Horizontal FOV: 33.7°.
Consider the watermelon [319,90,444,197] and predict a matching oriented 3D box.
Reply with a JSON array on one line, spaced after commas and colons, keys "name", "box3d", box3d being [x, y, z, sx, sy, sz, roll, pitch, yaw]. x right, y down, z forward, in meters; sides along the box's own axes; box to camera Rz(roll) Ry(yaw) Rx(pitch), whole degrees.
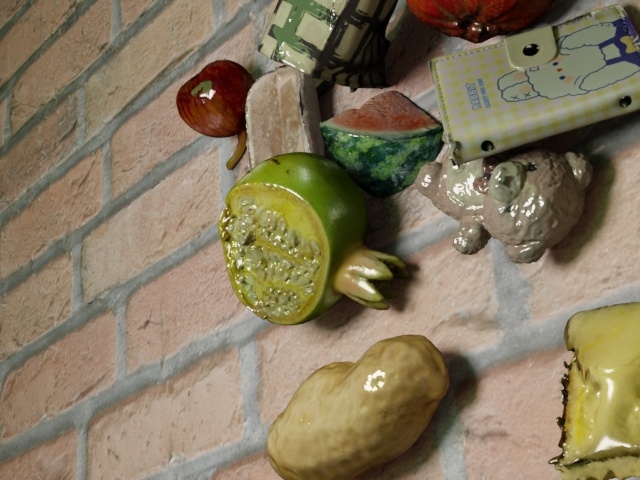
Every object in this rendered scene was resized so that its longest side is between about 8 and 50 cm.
[{"name": "watermelon", "box3d": [0.118, -0.199, 1.878, 0.207, 0.136, 0.202, -21, 67, 28]}]

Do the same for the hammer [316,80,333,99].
[{"name": "hammer", "box3d": [0.021, -0.327, 2.107, 0.246, 0.029, 0.103, -42, 49, 36]}]

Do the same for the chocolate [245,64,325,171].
[{"name": "chocolate", "box3d": [-0.059, -0.187, 2.091, 0.185, 0.100, 0.303, -14, 76, 44]}]

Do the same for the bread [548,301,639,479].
[{"name": "bread", "box3d": [0.415, 0.201, 1.350, 0.204, 0.162, 0.262, -25, 37, 45]}]

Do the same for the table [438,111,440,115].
[{"name": "table", "box3d": [0.257, -0.211, 1.753, 0.083, 0.062, 0.079, -53, 43, 25]}]

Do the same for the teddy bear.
[{"name": "teddy bear", "box3d": [0.277, -0.081, 1.617, 0.236, 0.151, 0.267, -60, 35, 7]}]

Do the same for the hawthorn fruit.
[{"name": "hawthorn fruit", "box3d": [0.270, -0.477, 1.696, 0.254, 0.254, 0.300, -2, 67, 50]}]

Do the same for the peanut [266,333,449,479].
[{"name": "peanut", "box3d": [0.061, 0.281, 1.741, 0.387, 0.169, 0.192, -36, 48, 33]}]

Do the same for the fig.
[{"name": "fig", "box3d": [-0.199, -0.282, 2.279, 0.175, 0.207, 0.175, -39, 9, 7]}]

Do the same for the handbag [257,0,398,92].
[{"name": "handbag", "box3d": [0.071, -0.424, 1.834, 0.162, 0.327, 0.325, 31, 102, 19]}]

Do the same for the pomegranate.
[{"name": "pomegranate", "box3d": [0.000, 0.000, 1.886, 0.358, 0.216, 0.310, 23, 121, 19]}]

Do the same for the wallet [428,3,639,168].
[{"name": "wallet", "box3d": [0.327, -0.231, 1.560, 0.309, 0.077, 0.223, -17, 43, 12]}]
